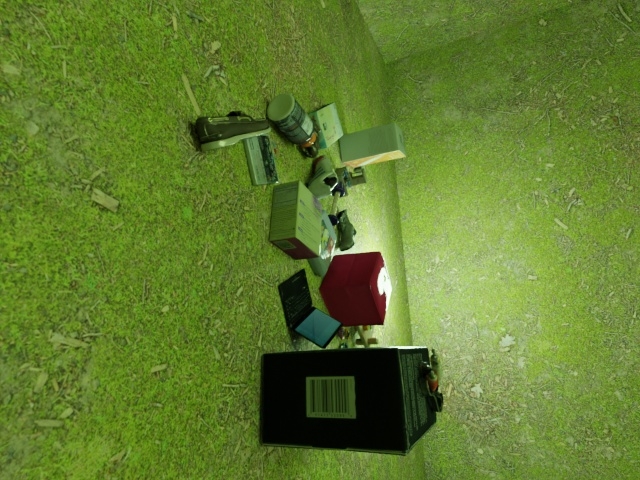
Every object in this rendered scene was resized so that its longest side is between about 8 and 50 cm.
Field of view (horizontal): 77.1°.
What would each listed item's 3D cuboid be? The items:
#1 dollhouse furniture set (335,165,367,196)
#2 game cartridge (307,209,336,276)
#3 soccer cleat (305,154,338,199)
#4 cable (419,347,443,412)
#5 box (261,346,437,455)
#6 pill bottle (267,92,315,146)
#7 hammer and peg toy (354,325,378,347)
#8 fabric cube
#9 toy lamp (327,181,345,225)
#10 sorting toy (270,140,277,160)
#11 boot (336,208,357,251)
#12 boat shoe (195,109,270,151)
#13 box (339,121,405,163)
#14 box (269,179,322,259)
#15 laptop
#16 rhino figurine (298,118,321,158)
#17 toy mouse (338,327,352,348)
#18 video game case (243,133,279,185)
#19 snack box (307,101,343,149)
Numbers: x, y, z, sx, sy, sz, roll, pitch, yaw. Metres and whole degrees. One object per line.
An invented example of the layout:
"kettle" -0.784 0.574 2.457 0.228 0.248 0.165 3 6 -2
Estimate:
"dollhouse furniture set" 0.175 -0.333 2.211 0.129 0.183 0.129 -65 140 -52
"game cartridge" 0.000 0.000 1.864 0.196 0.060 0.294 60 31 -33
"soccer cleat" 0.029 -0.304 1.917 0.331 0.143 0.116 -73 146 -45
"cable" 0.394 0.509 1.358 0.288 0.072 0.140 67 31 -27
"box" 0.116 0.530 1.408 0.471 0.479 0.298 32 53 -61
"pill bottle" -0.108 -0.489 1.680 0.245 0.130 0.131 38 48 -58
"hammer and peg toy" 0.247 0.378 2.210 0.266 0.127 0.361 65 28 -29
"fabric cube" 0.179 0.233 1.933 0.258 0.258 0.254 -63 140 -52
"toy lamp" 0.077 -0.198 2.081 0.080 0.080 0.275 59 35 -41
"sorting toy" -0.185 -0.355 1.603 0.062 0.012 0.084 -37 115 -64
"boot" 0.121 -0.058 2.151 0.161 0.083 0.247 63 23 -23
"boat shoe" -0.270 -0.364 1.281 0.324 0.116 0.097 -41 120 -53
"box" 0.311 -0.562 2.398 0.215 0.344 0.169 -5 87 -66
"box" -0.092 -0.075 1.593 0.213 0.117 0.243 41 47 -56
"laptop" -0.031 0.262 1.595 0.234 0.136 0.265 -30 110 -66
"rhino figurine" -0.042 -0.490 1.907 0.106 0.073 0.244 50 37 -43
"toy mouse" 0.110 0.486 1.971 0.143 0.031 0.161 -59 137 -57
"video game case" -0.221 -0.304 1.495 0.173 0.022 0.191 -26 106 -65
"snack box" 0.033 -0.613 2.135 0.322 0.060 0.187 -55 131 -58
